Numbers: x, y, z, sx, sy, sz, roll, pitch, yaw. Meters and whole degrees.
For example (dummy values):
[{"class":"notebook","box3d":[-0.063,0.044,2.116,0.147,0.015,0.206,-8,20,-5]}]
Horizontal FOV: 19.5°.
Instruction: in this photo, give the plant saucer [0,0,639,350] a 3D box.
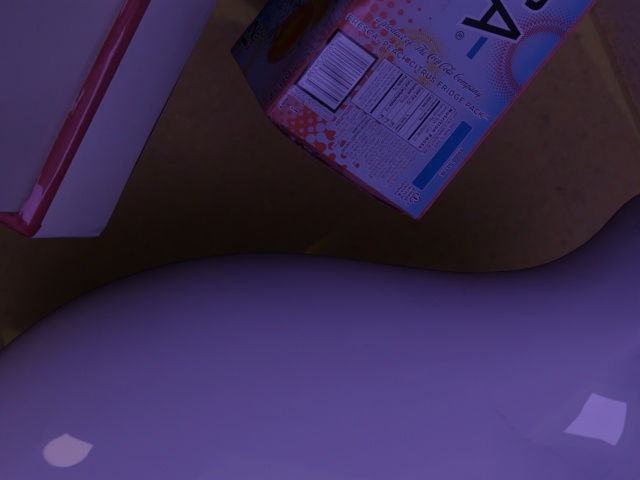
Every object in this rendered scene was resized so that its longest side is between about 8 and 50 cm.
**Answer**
[{"class":"plant saucer","box3d":[0.000,0.000,0.623,0.332,0.081,0.333,-27,115,0]}]

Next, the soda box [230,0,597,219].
[{"class":"soda box","box3d":[0.055,-0.098,0.514,0.058,0.063,0.183,34,102,-24]}]

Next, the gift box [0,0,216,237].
[{"class":"gift box","box3d":[-0.142,-0.138,0.407,0.255,0.258,0.276,34,100,15]}]

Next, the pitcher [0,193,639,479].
[{"class":"pitcher","box3d":[0.009,0.074,0.554,0.207,0.125,0.178,-13,144,-4]}]
